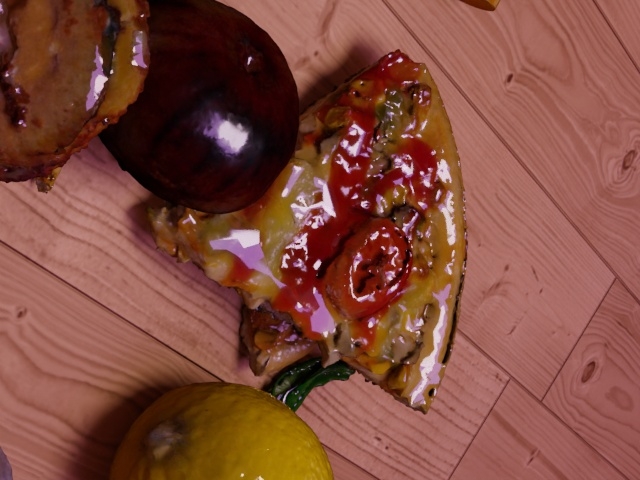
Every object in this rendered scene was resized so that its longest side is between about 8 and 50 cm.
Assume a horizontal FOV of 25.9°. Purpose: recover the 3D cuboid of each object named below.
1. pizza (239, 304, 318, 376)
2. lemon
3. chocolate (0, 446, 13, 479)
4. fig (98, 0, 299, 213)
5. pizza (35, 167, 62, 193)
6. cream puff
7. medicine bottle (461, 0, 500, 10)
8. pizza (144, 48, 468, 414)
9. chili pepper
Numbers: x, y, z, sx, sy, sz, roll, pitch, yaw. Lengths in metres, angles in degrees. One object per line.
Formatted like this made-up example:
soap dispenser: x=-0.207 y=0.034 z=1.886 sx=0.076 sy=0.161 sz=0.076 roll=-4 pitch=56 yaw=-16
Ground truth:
pizza: x=-0.007 y=0.013 z=1.725 sx=0.336 sy=0.086 sz=0.226 roll=-55 pitch=139 yaw=-7
lemon: x=-0.115 y=0.301 z=1.622 sx=0.293 sy=0.293 sz=0.293 roll=-23 pitch=126 yaw=-37
chocolate: x=-0.420 y=0.203 z=1.394 sx=0.157 sy=0.080 sz=0.254 roll=-34 pitch=132 yaw=-16
fig: x=-0.133 y=-0.135 z=1.419 sx=0.214 sy=0.235 sz=0.235 roll=-21 pitch=135 yaw=9
pizza: x=-0.295 y=-0.131 z=1.378 sx=0.131 sy=0.041 sz=0.178 roll=0 pitch=110 yaw=-45
cream puff: x=-0.269 y=-0.175 z=1.260 sx=0.164 sy=0.240 sz=0.240 roll=-9 pitch=120 yaw=-74
medicine bottle: x=0.219 y=-0.392 z=1.736 sx=0.096 sy=0.096 sz=0.192 roll=28 pitch=90 yaw=-50
pizza: x=0.000 y=0.000 z=1.601 sx=0.406 sy=0.130 sz=0.440 roll=-4 pitch=91 yaw=-31
chili pepper: x=-0.019 y=0.191 z=1.832 sx=0.182 sy=0.050 sz=0.073 roll=-30 pitch=122 yaw=-36
